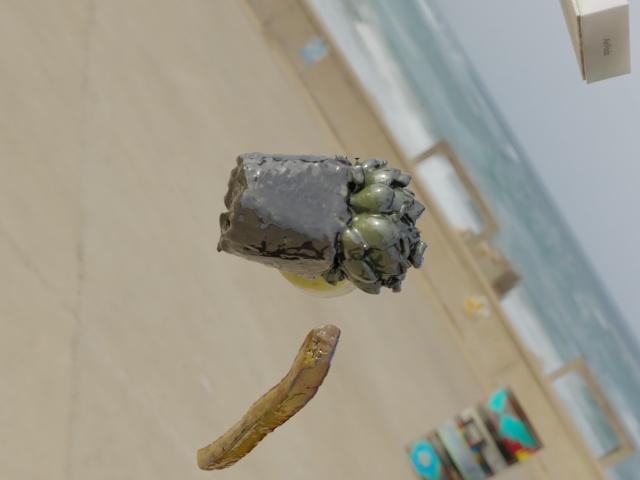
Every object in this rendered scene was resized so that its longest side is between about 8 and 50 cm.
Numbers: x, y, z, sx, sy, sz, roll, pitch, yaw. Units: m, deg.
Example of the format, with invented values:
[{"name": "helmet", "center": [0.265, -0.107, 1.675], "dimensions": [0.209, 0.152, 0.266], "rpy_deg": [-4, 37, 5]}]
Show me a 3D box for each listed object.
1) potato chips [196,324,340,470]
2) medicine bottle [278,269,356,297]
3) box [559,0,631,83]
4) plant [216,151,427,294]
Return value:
[{"name": "potato chips", "center": [-0.040, 0.116, 1.020], "dimensions": [0.026, 0.204, 0.037], "rpy_deg": [16, 54, -18]}, {"name": "medicine bottle", "center": [0.000, 0.000, 1.756], "dimensions": [0.122, 0.122, 0.212], "rpy_deg": [60, 1, 8]}, {"name": "box", "center": [0.258, -0.240, 1.470], "dimensions": [0.130, 0.051, 0.129], "rpy_deg": [61, 15, -64]}, {"name": "plant", "center": [0.004, -0.013, 1.044], "dimensions": [0.094, 0.143, 0.092], "rpy_deg": [115, -17, -61]}]
